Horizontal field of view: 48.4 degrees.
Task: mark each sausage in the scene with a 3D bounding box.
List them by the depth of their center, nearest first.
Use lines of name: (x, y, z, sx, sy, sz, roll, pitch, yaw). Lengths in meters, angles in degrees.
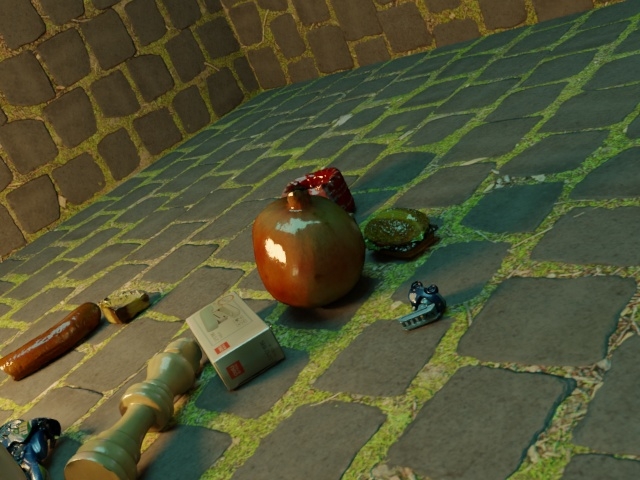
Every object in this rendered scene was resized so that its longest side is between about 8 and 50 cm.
sausage: (-0.714, 0.269, 1.895, 0.302, 0.076, 0.103, -35, 26, -23)

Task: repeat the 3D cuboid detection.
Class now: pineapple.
pineapple: (-0.529, 0.179, 1.913, 0.137, 0.069, 0.116, -21, 22, 6)

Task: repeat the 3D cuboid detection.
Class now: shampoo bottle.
shampoo bottle: (-0.565, 0.410, 1.228, 0.108, 0.221, 0.051, -20, 21, 13)

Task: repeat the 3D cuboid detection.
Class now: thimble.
thimble: (-0.007, -0.112, 1.937, 0.189, 0.125, 0.163, -5, 31, 42)

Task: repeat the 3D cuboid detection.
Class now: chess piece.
chess piece: (-0.329, 0.316, 1.349, 0.117, 0.117, 0.397, -16, 22, 23)

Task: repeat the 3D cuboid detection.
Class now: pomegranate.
pomegranate: (-0.030, 0.006, 1.507, 0.229, 0.270, 0.252, -21, 28, -11)

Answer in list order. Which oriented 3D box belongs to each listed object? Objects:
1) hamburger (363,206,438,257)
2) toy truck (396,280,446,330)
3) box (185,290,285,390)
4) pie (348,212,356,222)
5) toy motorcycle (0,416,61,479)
hamburger: (0.171, -0.020, 1.592, 0.137, 0.087, 0.166, -38, 25, -28)
toy truck: (0.182, 0.126, 1.308, 0.073, 0.056, 0.090, 11, 53, 47)
box: (-0.181, 0.201, 1.481, 0.135, 0.079, 0.269, -31, 22, -13)
pie: (0.001, 0.003, 1.771, 0.185, 0.052, 0.218, -24, 19, 18)
toy motorcycle: (-0.578, 0.423, 1.398, 0.135, 0.092, 0.254, -20, 30, -11)
